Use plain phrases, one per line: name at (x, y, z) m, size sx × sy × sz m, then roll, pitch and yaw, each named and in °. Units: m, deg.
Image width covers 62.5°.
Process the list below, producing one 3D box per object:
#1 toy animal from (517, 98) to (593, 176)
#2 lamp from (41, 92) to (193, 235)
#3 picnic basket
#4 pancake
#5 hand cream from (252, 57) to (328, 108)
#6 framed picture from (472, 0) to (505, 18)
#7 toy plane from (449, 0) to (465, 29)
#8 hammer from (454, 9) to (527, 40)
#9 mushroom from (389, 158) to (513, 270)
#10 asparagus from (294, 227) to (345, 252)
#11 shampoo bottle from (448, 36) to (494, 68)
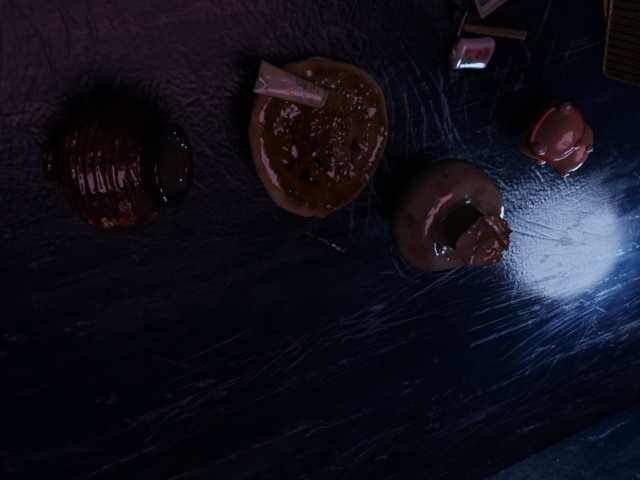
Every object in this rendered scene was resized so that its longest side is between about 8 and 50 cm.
toy animal at (0.607, -0.267, 1.357) m, size 0.197 × 0.171 × 0.171 m, roll 19°, pitch 110°, yaw -43°
lamp at (-0.347, -0.127, 0.905) m, size 0.246 × 0.247 × 0.247 m, roll -13°, pitch 126°, yaw -20°
picnic basket at (0.814, -0.534, 1.239) m, size 0.175 × 0.228 × 0.313 m, roll -27°, pitch 130°, yaw -13°
pancake at (0.010, -0.209, 1.097) m, size 0.356 × 0.065 × 0.356 m, roll -18°, pitch 121°, yaw -34°
hand cream at (-0.052, -0.284, 0.972) m, size 0.143 × 0.039 × 0.061 m, roll 11°, pitch 99°, yaw -26°
framed picture at (0.391, -0.590, 1.107) m, size 0.203 × 0.015 × 0.150 m, roll -37°, pitch 125°, yaw -1°
toy plane at (0.283, -0.513, 1.074) m, size 0.130 × 0.061 × 0.189 m, roll 2°, pitch 135°, yaw 7°
hammer at (0.391, -0.477, 1.191) m, size 0.198 × 0.013 × 0.062 m, roll -5°, pitch 122°, yaw -25°
mushroom at (0.325, -0.034, 1.266) m, size 0.297 × 0.290 × 0.298 m, roll -13°, pitch 125°, yaw -19°
asparagus at (0.000, 0.000, 1.299) m, size 0.162 × 0.016 × 0.016 m, roll 24°, pitch 81°, yaw -37°
shampoo bottle at (0.330, -0.417, 1.174) m, size 0.099 × 0.043 × 0.072 m, roll -9°, pitch 144°, yaw -22°
